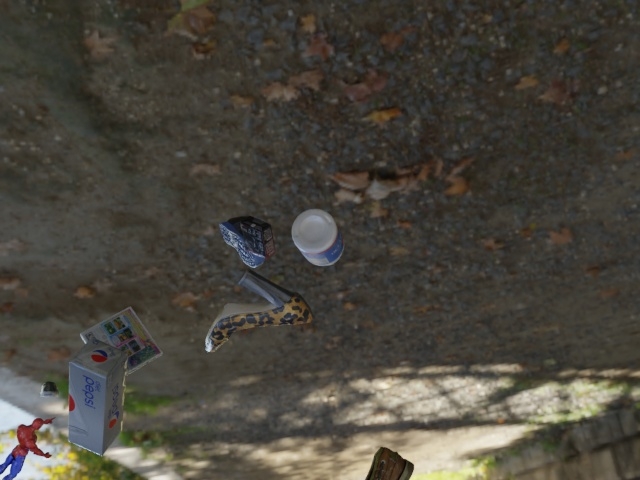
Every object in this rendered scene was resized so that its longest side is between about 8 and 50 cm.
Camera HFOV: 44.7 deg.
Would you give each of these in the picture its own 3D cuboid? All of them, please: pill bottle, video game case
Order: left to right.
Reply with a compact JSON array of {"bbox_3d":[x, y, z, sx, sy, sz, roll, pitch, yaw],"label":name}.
[{"bbox_3d":[-0.496,0.258,1.941,0.143,0.157,0.019,-29,156,-27],"label":"video game case"},{"bbox_3d":[0.000,0.000,2.141,0.124,0.124,0.221,-12,165,6],"label":"pill bottle"}]

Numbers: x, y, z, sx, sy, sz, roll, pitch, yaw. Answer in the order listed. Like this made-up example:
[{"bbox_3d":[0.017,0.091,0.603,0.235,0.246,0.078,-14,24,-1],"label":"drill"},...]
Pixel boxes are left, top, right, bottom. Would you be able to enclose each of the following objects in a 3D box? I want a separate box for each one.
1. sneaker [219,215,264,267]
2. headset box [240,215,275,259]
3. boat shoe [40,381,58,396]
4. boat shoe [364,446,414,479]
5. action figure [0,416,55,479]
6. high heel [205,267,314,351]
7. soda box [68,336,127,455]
[{"bbox_3d":[-0.175,-0.008,1.952,0.090,0.232,0.081,-22,121,-19],"label":"sneaker"},{"bbox_3d":[-0.130,-0.003,1.630,0.032,0.062,0.083,-41,138,-34],"label":"headset box"},{"bbox_3d":[-0.727,0.400,2.094,0.049,0.040,0.142,4,169,-19],"label":"boat shoe"},{"bbox_3d":[0.115,0.672,1.974,0.104,0.307,0.111,33,165,-3],"label":"boat shoe"},{"bbox_3d":[-0.812,0.596,2.169,0.139,0.091,0.280,5,124,-54],"label":"action figure"},{"bbox_3d":[-0.143,0.200,1.751,0.186,0.093,0.261,31,121,-7],"label":"high heel"},{"bbox_3d":[-0.515,0.363,1.790,0.098,0.091,0.286,22,128,8],"label":"soda box"}]
